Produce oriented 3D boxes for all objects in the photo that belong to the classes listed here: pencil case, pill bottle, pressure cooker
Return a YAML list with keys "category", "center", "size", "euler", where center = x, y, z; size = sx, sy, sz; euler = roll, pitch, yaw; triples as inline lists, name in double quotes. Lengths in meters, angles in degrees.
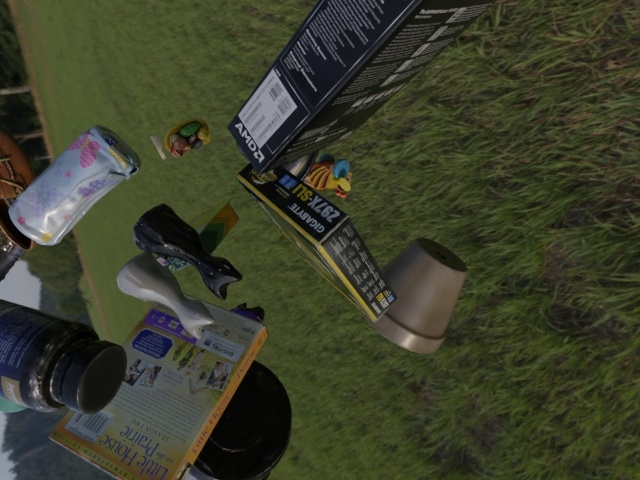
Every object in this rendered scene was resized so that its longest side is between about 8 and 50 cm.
- category: "pencil case"
  center: [-0.504, -0.113, 0.929]
  size: [0.124, 0.273, 0.113]
  euler: [49, -176, -8]
- category: "pill bottle"
  center: [-0.389, 0.161, 0.617]
  size: [0.219, 0.123, 0.123]
  euler: [12, 126, 13]
- category: "pressure cooker"
  center: [-0.312, 0.585, 1.405]
  size: [0.370, 0.375, 0.420]
  euler: [34, 140, -7]

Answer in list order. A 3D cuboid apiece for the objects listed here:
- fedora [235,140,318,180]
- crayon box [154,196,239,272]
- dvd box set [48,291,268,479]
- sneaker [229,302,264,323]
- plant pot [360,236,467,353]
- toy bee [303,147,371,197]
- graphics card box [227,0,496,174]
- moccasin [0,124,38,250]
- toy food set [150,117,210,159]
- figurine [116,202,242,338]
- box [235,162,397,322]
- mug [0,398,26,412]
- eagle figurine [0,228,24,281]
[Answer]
- category: "fedora"
  center: [-0.150, -0.300, 1.324]
  size: [0.334, 0.152, 0.334]
  euler: [-17, 67, 44]
- category: "crayon box"
  center: [-0.414, -0.022, 1.560]
  size: [0.202, 0.318, 0.081]
  euler: [-22, 113, 26]
- category: "dvd box set"
  center: [-0.353, 0.327, 1.037]
  size: [0.307, 0.420, 0.062]
  euler: [16, 143, 19]
- category: "sneaker"
  center: [-0.305, 0.288, 1.560]
  size: [0.293, 0.146, 0.102]
  euler: [-13, 122, 33]
- category: "plant pot"
  center: [0.321, 0.156, 1.461]
  size: [0.323, 0.323, 0.280]
  euler: [49, 120, 38]
- category: "toy bee"
  center: [0.058, -0.217, 1.571]
  size: [0.195, 0.298, 0.162]
  euler: [-131, 37, -55]
- category: "graphics card box"
  center: [0.060, -0.241, 0.582]
  size: [0.094, 0.233, 0.371]
  euler: [55, 137, 1]
- category: "moccasin"
  center: [-0.736, -0.129, 1.007]
  size: [0.380, 0.139, 0.147]
  euler: [94, -178, -48]
- category: "toy food set"
  center: [-0.498, -0.364, 1.661]
  size: [0.071, 0.218, 0.128]
  euler: [45, 153, 31]
- category: "figurine"
  center: [-0.271, 0.073, 0.865]
  size: [0.209, 0.092, 0.215]
  euler: [37, 122, 4]
- category: "box"
  center: [0.000, 0.000, 0.870]
  size: [0.257, 0.079, 0.322]
  euler: [42, 173, 38]
- category: "mug"
  center: [-0.848, 0.396, 1.233]
  size: [0.158, 0.129, 0.097]
  euler: [36, 114, 16]
- category: "eagle figurine"
  center: [-1.068, -0.010, 1.436]
  size: [0.225, 0.298, 0.226]
  euler: [41, -163, -33]
